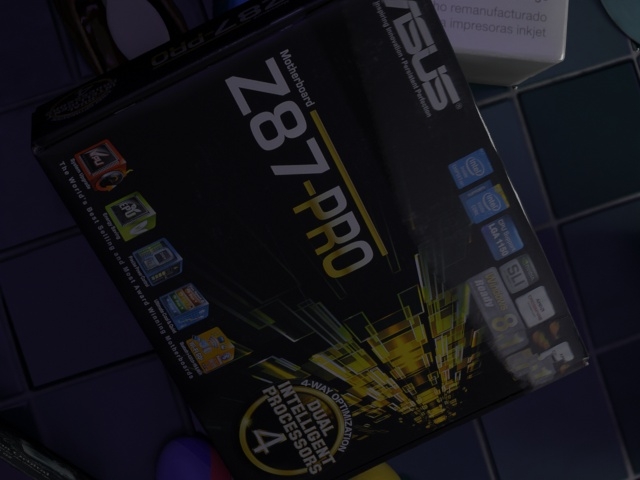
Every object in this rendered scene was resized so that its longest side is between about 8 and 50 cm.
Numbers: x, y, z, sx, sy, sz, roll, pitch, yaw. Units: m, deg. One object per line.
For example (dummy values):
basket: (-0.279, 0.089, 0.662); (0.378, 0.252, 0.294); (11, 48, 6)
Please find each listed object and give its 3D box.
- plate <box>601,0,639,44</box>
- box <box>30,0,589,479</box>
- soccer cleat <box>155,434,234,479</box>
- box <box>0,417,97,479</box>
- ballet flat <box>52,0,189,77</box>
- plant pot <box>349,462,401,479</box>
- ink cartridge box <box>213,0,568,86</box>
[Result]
plate: (0.344, -0.263, 1.343); (0.188, 0.024, 0.188); (0, 90, -7)
box: (0.000, 0.000, 1.170); (0.318, 0.097, 0.395); (-26, 116, 1)
soccer cleat: (-0.079, 0.288, 1.247); (0.083, 0.095, 0.248); (-17, 92, -7)
box: (-0.268, 0.210, 1.193); (0.156, 0.158, 0.093); (34, 86, -6)
ballet flat: (-0.120, -0.113, 1.234); (0.116, 0.124, 0.342); (-29, 93, -6)
plant pot: (0.023, 0.253, 1.260); (0.134, 0.095, 0.134); (0, 89, -6)
ink cartridge box: (0.066, -0.348, 1.239); (0.285, 0.166, 0.395); (4, 88, -8)
